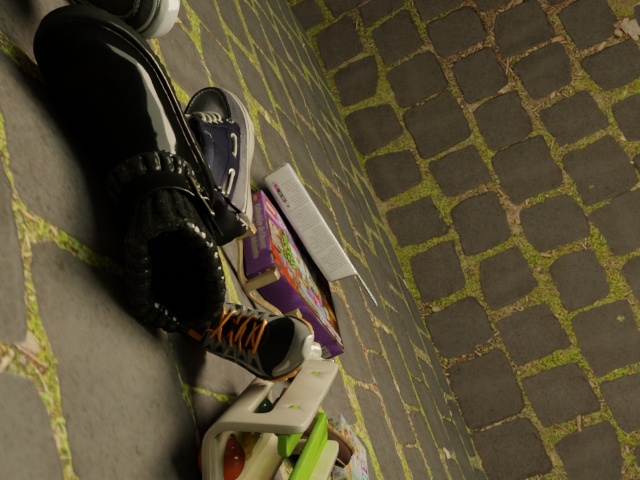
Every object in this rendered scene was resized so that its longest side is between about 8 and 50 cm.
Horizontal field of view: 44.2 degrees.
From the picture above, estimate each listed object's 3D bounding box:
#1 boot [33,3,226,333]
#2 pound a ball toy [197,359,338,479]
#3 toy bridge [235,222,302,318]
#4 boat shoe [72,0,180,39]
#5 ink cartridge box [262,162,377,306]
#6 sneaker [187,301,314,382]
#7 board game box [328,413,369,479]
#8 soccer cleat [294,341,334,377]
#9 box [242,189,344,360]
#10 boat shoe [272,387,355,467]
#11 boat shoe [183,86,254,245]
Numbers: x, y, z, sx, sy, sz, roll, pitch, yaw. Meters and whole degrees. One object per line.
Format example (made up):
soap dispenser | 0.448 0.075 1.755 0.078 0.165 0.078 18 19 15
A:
boot | -0.215 -0.082 0.918 0.348 0.131 0.260 57 14 -36
pound a ball toy | -0.063 0.278 0.934 0.319 0.136 0.208 -33 123 -78
toy bridge | -0.097 0.066 1.297 0.188 0.063 0.026 64 12 -14
boat shoe | -0.318 -0.357 0.974 0.335 0.121 0.119 39 23 19
ink cartridge box | 0.000 0.000 1.661 0.330 0.071 0.324 59 1 0
sneaker | -0.097 0.116 0.965 0.083 0.215 0.084 37 65 -41
board game box | 0.051 0.392 1.374 0.103 0.026 0.154 59 13 -27
soccer cleat | -0.043 0.178 1.277 0.196 0.076 0.068 49 19 -52
box | -0.054 0.071 1.491 0.293 0.057 0.201 55 14 -41
boat shoe | -0.018 0.299 1.184 0.207 0.073 0.073 51 56 -40
boat shoe | -0.181 -0.165 1.236 0.158 0.127 0.340 63 10 -49
